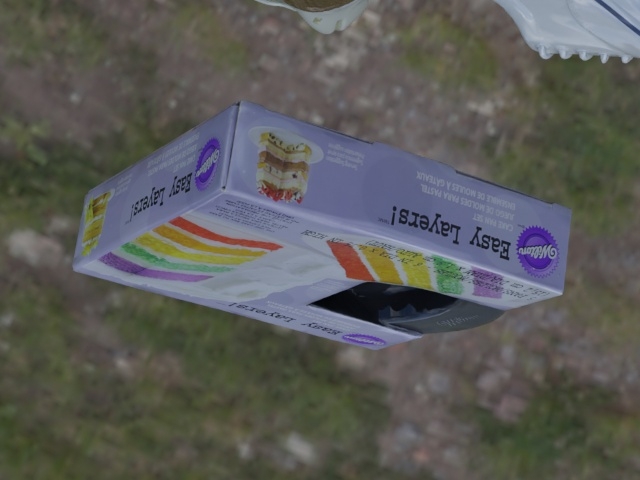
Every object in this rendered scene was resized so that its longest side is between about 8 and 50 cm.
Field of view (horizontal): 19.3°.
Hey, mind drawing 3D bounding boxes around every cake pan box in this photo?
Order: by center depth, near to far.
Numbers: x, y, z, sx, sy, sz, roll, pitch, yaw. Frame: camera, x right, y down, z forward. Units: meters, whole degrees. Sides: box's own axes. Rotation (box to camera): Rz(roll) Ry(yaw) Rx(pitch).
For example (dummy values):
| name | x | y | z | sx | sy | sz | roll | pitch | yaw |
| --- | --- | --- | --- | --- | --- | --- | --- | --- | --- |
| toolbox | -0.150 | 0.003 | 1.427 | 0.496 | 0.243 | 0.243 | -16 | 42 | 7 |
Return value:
| name | x | y | z | sx | sy | sz | roll | pitch | yaw |
| --- | --- | --- | --- | --- | --- | --- | --- | --- | --- |
| cake pan box | 0.000 | 0.000 | 1.269 | 0.267 | 0.070 | 0.246 | 17 | 162 | -27 |

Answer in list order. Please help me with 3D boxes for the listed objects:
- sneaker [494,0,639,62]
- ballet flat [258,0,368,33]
| name | x | y | z | sx | sy | sz | roll | pitch | yaw |
| --- | --- | --- | --- | --- | --- | --- | --- | --- | --- |
| sneaker | 0.198 | -0.173 | 1.391 | 0.258 | 0.094 | 0.091 | 35 | 121 | 3 |
| ballet flat | -0.028 | -0.234 | 1.533 | 0.342 | 0.116 | 0.124 | 27 | 153 | 50 |
